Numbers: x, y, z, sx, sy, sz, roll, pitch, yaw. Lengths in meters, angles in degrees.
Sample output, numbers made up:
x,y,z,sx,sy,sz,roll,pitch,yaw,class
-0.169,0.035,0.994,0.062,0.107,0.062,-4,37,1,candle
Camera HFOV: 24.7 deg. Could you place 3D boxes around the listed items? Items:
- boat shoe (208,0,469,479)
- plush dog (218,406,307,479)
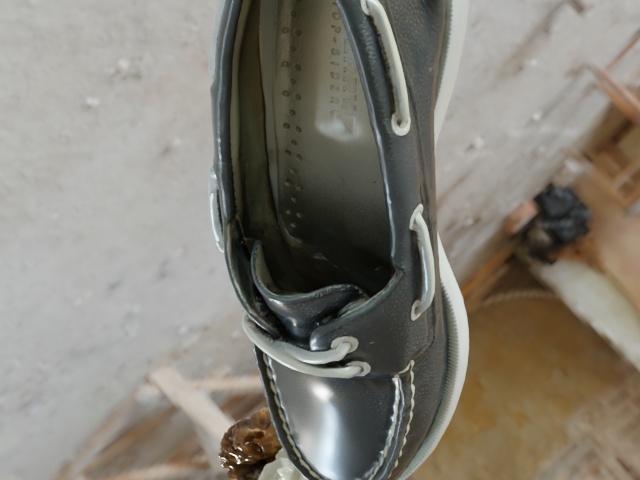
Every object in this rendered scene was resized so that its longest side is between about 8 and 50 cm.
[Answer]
x,y,z,sx,sy,sz,roll,pitch,yaw,class
0.000,0.000,0.622,0.091,0.114,0.302,-46,139,-50,boat shoe
-0.007,0.227,0.875,0.211,0.262,0.225,-24,-166,15,plush dog
